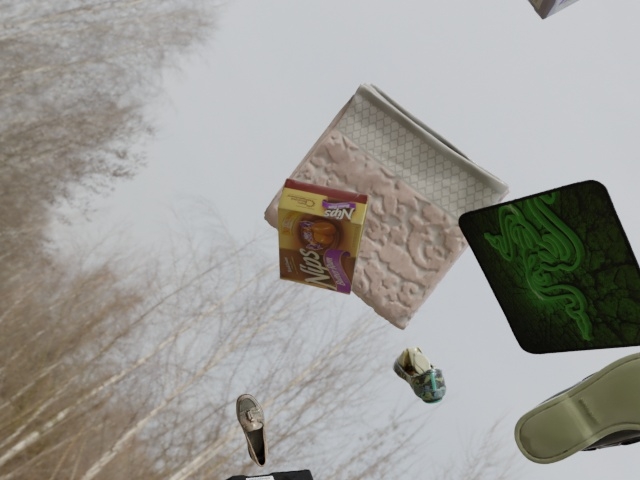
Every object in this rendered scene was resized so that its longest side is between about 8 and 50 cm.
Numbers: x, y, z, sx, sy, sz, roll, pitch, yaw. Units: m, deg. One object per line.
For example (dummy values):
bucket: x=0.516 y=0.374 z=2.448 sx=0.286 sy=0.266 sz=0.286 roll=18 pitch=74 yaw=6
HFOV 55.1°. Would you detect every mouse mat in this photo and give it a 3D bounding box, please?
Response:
mouse mat: x=0.240 y=0.037 z=0.617 sx=0.152 sy=0.007 sz=0.190 roll=-16 pitch=-70 yaw=42

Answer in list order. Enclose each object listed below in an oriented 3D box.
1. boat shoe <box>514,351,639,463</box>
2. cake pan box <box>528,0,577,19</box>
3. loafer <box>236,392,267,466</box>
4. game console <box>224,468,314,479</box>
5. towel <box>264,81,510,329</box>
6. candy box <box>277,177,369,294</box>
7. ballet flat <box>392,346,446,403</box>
boat shoe: x=0.491 y=0.273 z=1.015 sx=0.127 sy=0.340 sz=0.113 roll=63 pitch=17 yaw=21
cake pan box: x=0.184 y=-0.366 z=0.537 sx=0.267 sy=0.070 sz=0.246 roll=60 pitch=-3 yaw=16
loafer: x=-0.109 y=0.318 z=1.027 sx=0.039 sy=0.045 sz=0.125 roll=-154 pitch=-130 yaw=-71
game console: x=0.058 y=0.329 z=0.606 sx=0.044 sy=0.361 sz=0.213 roll=-58 pitch=-141 yaw=30
towel: x=0.107 y=-0.063 z=1.076 sx=0.331 sy=0.053 sz=0.317 roll=39 pitch=-77 yaw=13
candy box: x=0.000 y=0.000 z=0.827 sx=0.109 sy=0.053 sz=0.187 roll=12 pitch=-33 yaw=4
ballet flat: x=0.169 y=0.218 z=1.063 sx=0.070 sy=0.070 sz=0.188 roll=65 pitch=-8 yaw=-11
